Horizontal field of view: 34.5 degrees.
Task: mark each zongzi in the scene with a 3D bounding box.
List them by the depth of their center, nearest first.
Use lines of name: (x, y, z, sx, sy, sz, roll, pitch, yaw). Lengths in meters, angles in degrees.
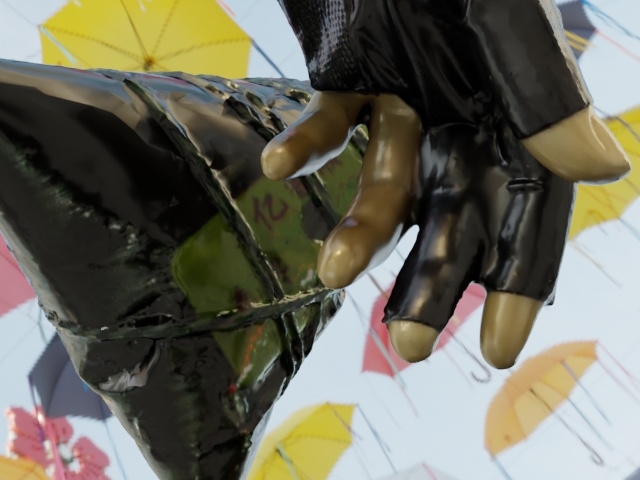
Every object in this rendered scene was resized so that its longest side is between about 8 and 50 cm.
zongzi: (-0.115, -0.042, 0.730, 0.319, 0.383, 0.362, -14, -57, 31)

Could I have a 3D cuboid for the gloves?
gloves: (0.061, -0.083, 0.541, 0.152, 0.197, 0.301, 5, -103, -36)
